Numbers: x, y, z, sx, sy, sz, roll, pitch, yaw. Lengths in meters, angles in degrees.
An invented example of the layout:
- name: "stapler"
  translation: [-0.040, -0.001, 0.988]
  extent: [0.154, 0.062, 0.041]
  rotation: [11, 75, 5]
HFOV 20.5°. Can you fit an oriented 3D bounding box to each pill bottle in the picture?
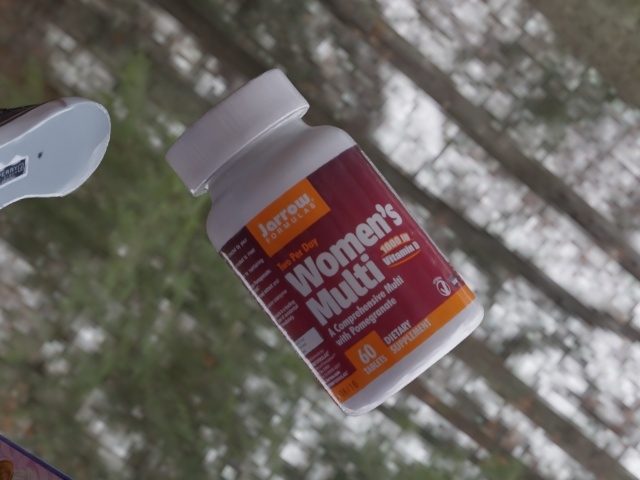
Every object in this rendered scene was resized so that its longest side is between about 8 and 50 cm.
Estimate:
- name: "pill bottle"
  translation: [0.000, 0.000, 1.196]
  extent: [0.121, 0.221, 0.121]
  rotation: [-38, 178, -2]

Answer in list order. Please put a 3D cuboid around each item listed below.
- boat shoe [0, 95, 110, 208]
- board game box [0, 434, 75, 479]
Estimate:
- name: "boat shoe"
  translation: [-0.213, -0.060, 1.103]
  extent: [0.183, 0.083, 0.065]
  rotation: [-29, 134, -55]
- name: "board game box"
  translation: [-0.018, 0.247, 0.988]
  extent: [0.318, 0.318, 0.066]
  rotation: [18, -108, 53]
